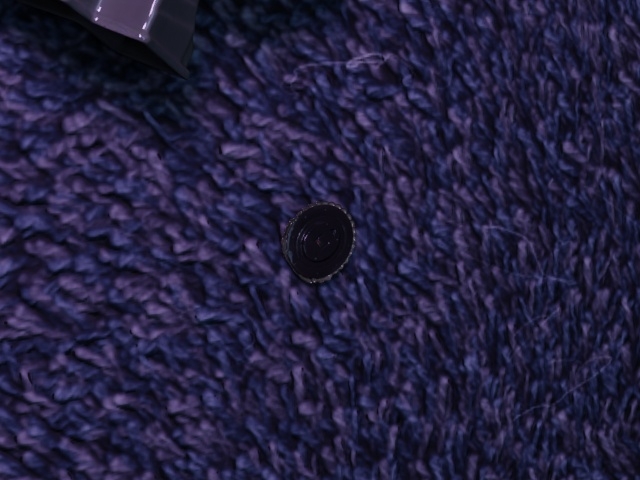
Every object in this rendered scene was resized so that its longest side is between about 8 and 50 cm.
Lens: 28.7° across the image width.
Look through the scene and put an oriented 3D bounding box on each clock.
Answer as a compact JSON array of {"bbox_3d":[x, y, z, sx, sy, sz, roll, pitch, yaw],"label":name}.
[{"bbox_3d":[0.000,0.000,1.206,0.083,0.010,0.074,-41,110,-21],"label":"clock"}]

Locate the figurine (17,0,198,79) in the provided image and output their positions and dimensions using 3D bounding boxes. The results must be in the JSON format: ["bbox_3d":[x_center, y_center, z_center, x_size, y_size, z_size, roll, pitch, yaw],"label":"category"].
[{"bbox_3d":[-0.141,-0.304,1.026,0.343,0.167,0.284,23,89,-49],"label":"figurine"}]
